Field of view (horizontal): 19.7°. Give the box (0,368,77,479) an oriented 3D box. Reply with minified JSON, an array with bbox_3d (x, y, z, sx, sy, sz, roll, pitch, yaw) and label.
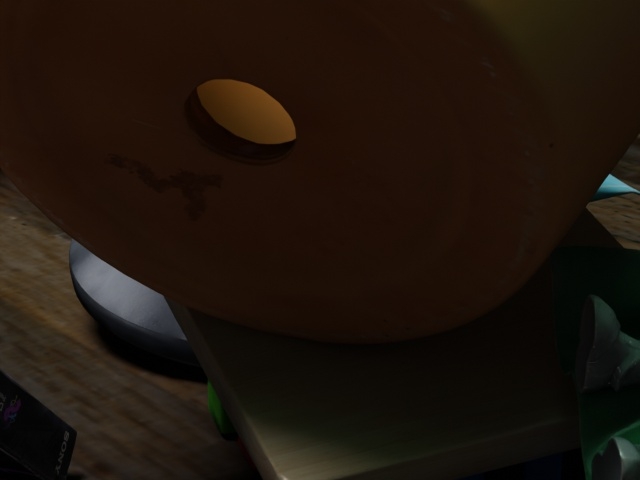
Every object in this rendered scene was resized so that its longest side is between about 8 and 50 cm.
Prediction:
[{"bbox_3d":[-0.184,0.052,0.665,0.162,0.116,0.029,4,65,25],"label":"box"}]

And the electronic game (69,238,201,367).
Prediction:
[{"bbox_3d":[0.000,0.000,0.845,0.229,0.048,0.229,-3,26,1],"label":"electronic game"}]

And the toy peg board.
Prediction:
[{"bbox_3d":[0.037,0.052,0.667,0.161,0.079,0.160,-12,35,-17],"label":"toy peg board"}]

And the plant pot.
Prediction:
[{"bbox_3d":[0.009,-0.104,0.608,0.291,0.291,0.203,3,48,25],"label":"plant pot"}]

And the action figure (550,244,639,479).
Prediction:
[{"bbox_3d":[0.196,0.048,0.567,0.232,0.063,0.137,-3,61,-6],"label":"action figure"}]

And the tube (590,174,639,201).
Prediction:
[{"bbox_3d":[0.030,-0.024,0.784,0.207,0.052,0.080,-10,35,-26],"label":"tube"}]
